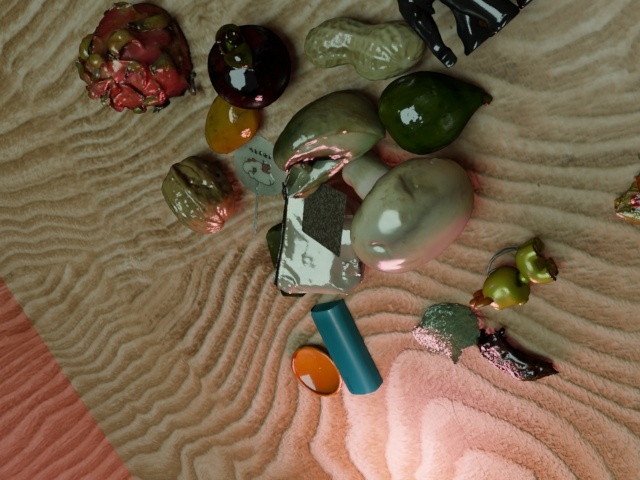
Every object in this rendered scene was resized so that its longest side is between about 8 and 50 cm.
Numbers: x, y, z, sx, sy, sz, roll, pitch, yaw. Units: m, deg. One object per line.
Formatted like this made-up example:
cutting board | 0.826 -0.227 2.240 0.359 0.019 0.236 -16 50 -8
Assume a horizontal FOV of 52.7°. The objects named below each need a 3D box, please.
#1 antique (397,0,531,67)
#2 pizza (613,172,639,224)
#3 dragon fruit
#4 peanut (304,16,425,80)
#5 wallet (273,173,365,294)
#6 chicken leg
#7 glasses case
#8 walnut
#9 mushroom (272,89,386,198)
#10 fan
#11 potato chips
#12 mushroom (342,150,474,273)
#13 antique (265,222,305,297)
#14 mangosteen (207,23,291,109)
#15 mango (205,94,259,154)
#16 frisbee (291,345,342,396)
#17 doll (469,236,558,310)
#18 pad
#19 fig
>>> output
antique | 0.295 -0.526 1.250 0.255 0.185 0.322 45 114 -7
pizza | 0.695 -0.113 1.306 0.188 0.062 0.199 3 116 30
dragon fruit | -0.534 -0.496 1.778 0.314 0.263 0.296 15 122 27
peanut | 0.093 -0.440 1.481 0.298 0.120 0.136 16 86 27
wallet | -0.002 0.000 1.786 0.275 0.068 0.335 12 105 16
chicken leg | 0.495 0.301 1.675 0.234 0.063 0.105 36 135 9
glasses case | 0.074 0.331 1.970 0.117 0.070 0.301 -17 107 39
walnut | -0.359 -0.138 1.916 0.245 0.198 0.198 48 132 10
mushroom | -0.020 -0.266 1.568 0.292 0.212 0.217 -44 53 39
fan | -0.186 -0.154 1.905 0.191 0.009 0.329 24 126 20
potato chips | 0.336 0.257 1.745 0.167 0.059 0.228 58 136 25
mushroom | 0.202 -0.059 1.525 0.315 0.315 0.356 62 167 -11
antique | -0.090 0.053 1.914 0.081 0.080 0.221 0 114 32
mangosteen | -0.178 -0.433 1.605 0.216 0.216 0.216 16 123 26
mango | -0.248 -0.322 1.786 0.147 0.109 0.227 40 132 4
frisbee | -0.009 0.421 2.095 0.192 0.035 0.192 15 122 25
doll | 0.451 0.096 1.544 0.221 0.143 0.135 -35 95 34
pad | 0.005 -0.066 1.641 0.235 0.003 0.158 34 121 59
fig | 0.253 -0.298 1.434 0.245 0.195 0.195 -25 102 5
